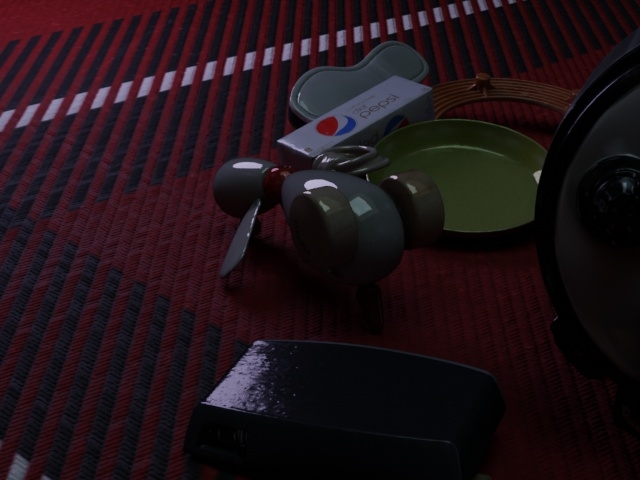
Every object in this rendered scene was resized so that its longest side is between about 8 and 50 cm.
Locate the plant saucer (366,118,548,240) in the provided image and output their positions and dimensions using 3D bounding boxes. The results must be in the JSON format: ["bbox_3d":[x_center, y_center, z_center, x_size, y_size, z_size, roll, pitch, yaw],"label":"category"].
[{"bbox_3d":[0.175,-0.070,1.703,0.241,0.037,0.241,1,39,-1],"label":"plant saucer"}]

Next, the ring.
[{"bbox_3d":[0.264,-0.149,1.877,0.337,0.032,0.336,3,34,-2],"label":"ring"}]

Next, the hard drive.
[{"bbox_3d":[0.023,0.150,1.222,0.255,0.054,0.172,6,25,20],"label":"hard drive"}]

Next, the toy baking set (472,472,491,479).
[{"bbox_3d":[0.175,0.263,1.062,0.256,0.030,0.197,22,29,35],"label":"toy baking set"}]

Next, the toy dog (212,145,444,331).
[{"bbox_3d":[0.000,0.000,1.501,0.220,0.161,0.334,-5,12,-11],"label":"toy dog"}]

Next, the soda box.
[{"bbox_3d":[0.049,-0.133,1.778,0.216,0.069,0.074,-31,39,-31],"label":"soda box"}]

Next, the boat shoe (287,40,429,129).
[{"bbox_3d":[0.048,-0.191,1.933,0.114,0.091,0.302,46,39,16],"label":"boat shoe"}]

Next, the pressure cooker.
[{"bbox_3d":[0.379,-0.026,1.257,0.375,0.370,0.420,-24,5,19],"label":"pressure cooker"}]
